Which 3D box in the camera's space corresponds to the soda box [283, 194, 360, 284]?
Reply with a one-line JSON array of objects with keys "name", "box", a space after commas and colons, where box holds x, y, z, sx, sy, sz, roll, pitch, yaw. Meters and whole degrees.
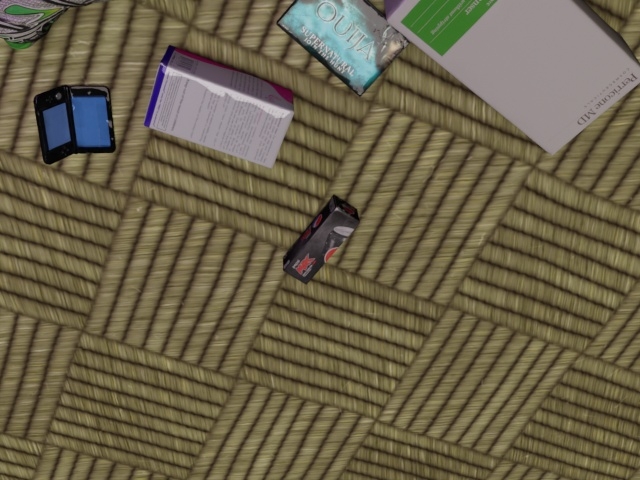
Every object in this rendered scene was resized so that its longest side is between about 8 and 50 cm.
[{"name": "soda box", "box": [0.000, 0.000, 1.343, 0.060, 0.053, 0.169, 32, 114, -19]}]

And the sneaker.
[{"name": "sneaker", "box": [-0.421, -0.374, 1.079, 0.343, 0.134, 0.146, -3, 127, 9]}]

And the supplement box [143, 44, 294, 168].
[{"name": "supplement box", "box": [-0.163, -0.219, 1.176, 0.220, 0.111, 0.114, 17, 117, -12]}]

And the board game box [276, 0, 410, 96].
[{"name": "board game box", "box": [0.039, -0.341, 1.168, 0.186, 0.026, 0.126, 36, 112, -21]}]

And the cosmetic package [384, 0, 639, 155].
[{"name": "cosmetic package", "box": [0.293, -0.324, 1.096, 0.365, 0.155, 0.197, 31, 123, -22]}]

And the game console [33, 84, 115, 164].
[{"name": "game console", "box": [-0.411, -0.193, 1.203, 0.071, 0.107, 0.122, 14, 121, 21]}]
